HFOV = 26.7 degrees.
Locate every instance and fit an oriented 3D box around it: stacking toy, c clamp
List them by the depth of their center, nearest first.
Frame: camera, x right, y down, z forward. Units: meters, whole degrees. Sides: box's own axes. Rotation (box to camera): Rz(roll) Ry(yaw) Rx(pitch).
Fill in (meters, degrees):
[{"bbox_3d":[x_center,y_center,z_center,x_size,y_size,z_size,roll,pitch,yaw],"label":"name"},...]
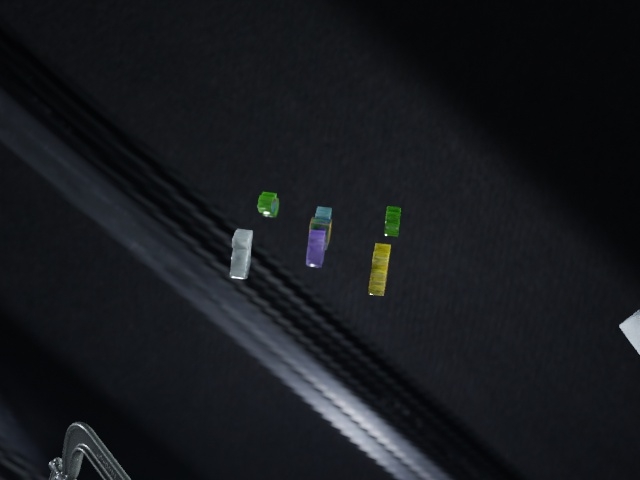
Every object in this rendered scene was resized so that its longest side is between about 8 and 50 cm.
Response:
[{"bbox_3d":[-0.207,0.242,1.249,0.161,0.022,0.137,38,-54,39],"label":"c clamp"},{"bbox_3d":[0.000,0.000,1.502,0.167,0.221,0.052,7,-72,5],"label":"stacking toy"}]

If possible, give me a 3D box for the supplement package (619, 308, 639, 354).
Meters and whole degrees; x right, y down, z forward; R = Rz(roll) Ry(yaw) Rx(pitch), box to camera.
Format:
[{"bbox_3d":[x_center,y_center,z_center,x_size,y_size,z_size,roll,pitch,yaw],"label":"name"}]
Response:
[{"bbox_3d":[0.515,0.079,1.465,0.198,0.263,0.199,54,-24,4],"label":"supplement package"}]
